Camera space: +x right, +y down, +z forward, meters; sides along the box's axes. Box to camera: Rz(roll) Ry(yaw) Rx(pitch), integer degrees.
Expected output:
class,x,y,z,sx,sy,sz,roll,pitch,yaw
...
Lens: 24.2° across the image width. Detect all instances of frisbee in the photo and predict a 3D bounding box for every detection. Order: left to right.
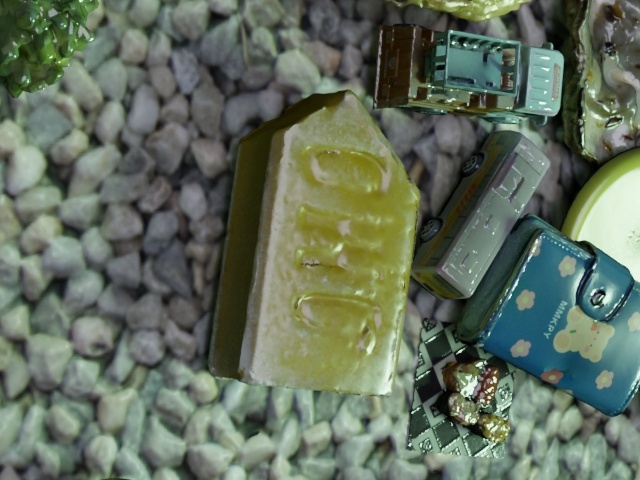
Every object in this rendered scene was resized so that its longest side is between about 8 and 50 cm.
class,x,y,z,sx,sy,sz,roll,pitch,yaw
frisbee,0.329,0.019,1.511,0.236,0.017,0.236,-7,105,-30

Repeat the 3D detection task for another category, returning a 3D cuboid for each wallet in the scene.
class,x,y,z,sx,sy,sz,roll,pitch,yaw
wallet,0.238,0.072,1.425,0.202,0.059,0.141,28,90,-28

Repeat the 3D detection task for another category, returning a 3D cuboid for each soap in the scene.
class,x,y,z,sx,sy,sz,roll,pitch,yaw
soap,0.000,0.000,1.292,0.160,0.080,0.258,8,88,-32

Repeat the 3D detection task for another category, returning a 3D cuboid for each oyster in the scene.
class,x,y,z,sx,sy,sz,roll,pitch,yaw
oyster,0.295,-0.242,1.467,0.128,0.078,0.345,2,99,-32

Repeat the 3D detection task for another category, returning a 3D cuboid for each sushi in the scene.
class,x,y,z,sx,sy,sz,roll,pitch,yaw
sushi,0.144,0.143,1.418,0.120,0.026,0.126,9,87,-31

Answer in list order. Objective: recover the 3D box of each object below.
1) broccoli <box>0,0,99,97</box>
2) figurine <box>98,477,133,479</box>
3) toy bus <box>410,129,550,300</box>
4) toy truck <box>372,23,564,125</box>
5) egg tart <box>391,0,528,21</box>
class,x,y,z,sx,sy,sz,roll,pitch,yaw
broccoli,-0.226,-0.272,1.040,0.338,0.317,0.277,-34,110,8
figurine,-0.138,0.277,1.211,0.114,0.108,0.196,-50,121,-16
toy bus,0.148,-0.025,1.387,0.057,0.072,0.172,41,71,-22
toy truck,0.147,-0.151,1.355,0.177,0.115,0.080,4,90,-33
egg tart,0.107,-0.317,1.333,0.290,0.107,0.291,2,86,-33
